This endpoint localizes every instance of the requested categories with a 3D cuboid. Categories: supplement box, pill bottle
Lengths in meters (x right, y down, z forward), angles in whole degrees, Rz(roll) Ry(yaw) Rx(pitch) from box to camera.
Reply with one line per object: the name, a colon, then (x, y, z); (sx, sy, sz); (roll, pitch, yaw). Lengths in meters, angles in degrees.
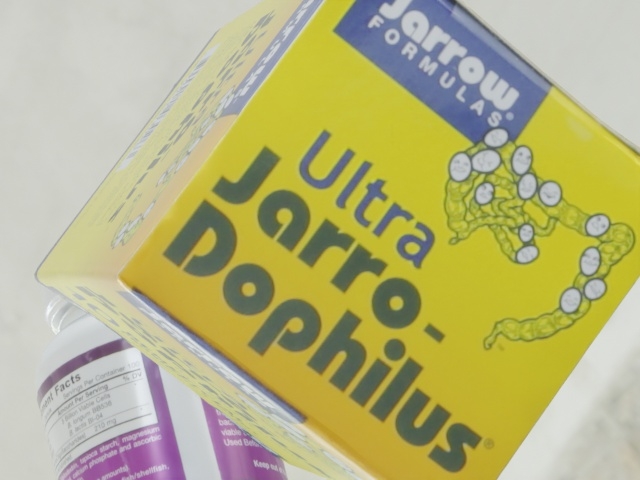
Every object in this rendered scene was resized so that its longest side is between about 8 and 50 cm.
supplement box: (0.000, 0.000, 1.012); (0.195, 0.194, 0.356); (-54, 10, -9)
pill bottle: (-0.121, 0.147, 1.478); (0.169, 0.301, 0.169); (-14, -25, -6)
